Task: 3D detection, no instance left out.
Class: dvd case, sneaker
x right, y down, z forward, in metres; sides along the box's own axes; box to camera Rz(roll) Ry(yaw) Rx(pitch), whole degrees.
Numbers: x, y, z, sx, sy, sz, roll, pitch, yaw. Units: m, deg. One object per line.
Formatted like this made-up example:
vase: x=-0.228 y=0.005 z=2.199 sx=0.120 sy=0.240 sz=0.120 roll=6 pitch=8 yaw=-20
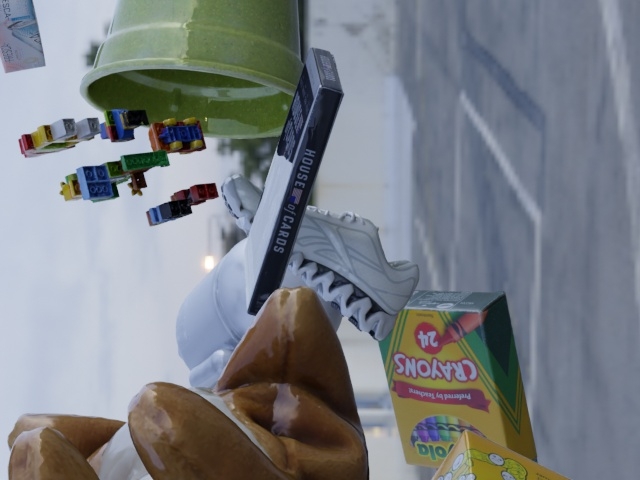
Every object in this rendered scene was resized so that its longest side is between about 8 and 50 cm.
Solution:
dvd case: x=-0.030 y=-0.062 z=1.445 sx=0.179 sy=0.029 sz=0.239 roll=-100 pitch=27 yaw=-70
sneaker: x=0.000 y=0.000 z=1.817 sx=0.118 sy=0.292 sz=0.110 roll=-51 pitch=18 yaw=1

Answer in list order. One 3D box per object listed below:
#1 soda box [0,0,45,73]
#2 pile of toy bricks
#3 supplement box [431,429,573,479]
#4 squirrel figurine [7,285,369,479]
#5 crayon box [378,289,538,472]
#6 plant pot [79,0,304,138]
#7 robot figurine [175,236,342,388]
soda box: x=-0.423 y=-0.293 z=1.999 sx=0.183 sy=0.063 sz=0.058 roll=114 pitch=143 yaw=-75
pile of toy bricks: x=-0.207 y=-0.065 z=1.434 sx=0.212 sy=0.105 sz=0.118 roll=-8 pitch=-98 yaw=-52
supplement box: x=0.183 y=0.381 z=1.394 sx=0.194 sy=0.195 sz=0.356 roll=-60 pitch=9 yaw=21
squirrel figurine: x=-0.073 y=0.288 z=1.024 sx=0.370 sy=0.281 sz=0.397 roll=-90 pitch=-21 yaw=-72
crayon box: x=0.206 y=0.234 z=2.153 sx=0.081 sy=0.202 sz=0.319 roll=-31 pitch=-67 yaw=-46
plant pot: x=-0.130 y=-0.277 z=1.687 sx=0.276 sy=0.276 sz=0.254 roll=84 pitch=-169 yaw=-78
robot figurine: x=-0.092 y=0.113 z=2.180 sx=0.353 sy=0.199 sz=0.300 roll=-43 pitch=10 yaw=52
